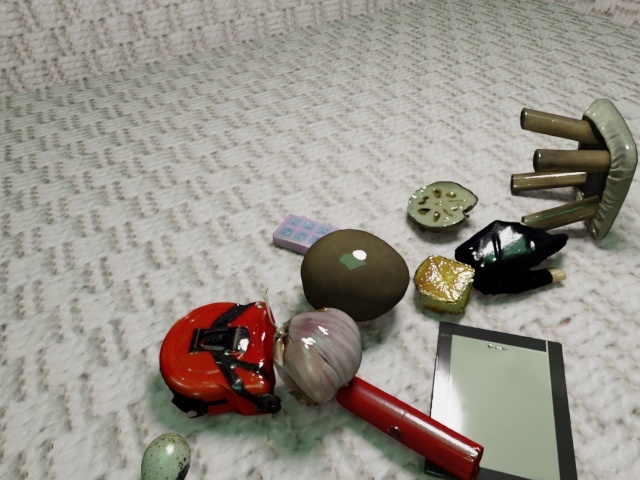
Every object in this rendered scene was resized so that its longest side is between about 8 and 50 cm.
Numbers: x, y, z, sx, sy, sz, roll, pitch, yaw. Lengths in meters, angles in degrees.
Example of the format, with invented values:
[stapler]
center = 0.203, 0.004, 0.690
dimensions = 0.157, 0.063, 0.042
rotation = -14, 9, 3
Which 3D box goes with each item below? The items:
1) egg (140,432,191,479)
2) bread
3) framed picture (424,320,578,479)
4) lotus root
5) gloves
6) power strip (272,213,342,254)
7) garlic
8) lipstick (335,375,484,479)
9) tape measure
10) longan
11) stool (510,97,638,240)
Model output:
[egg]
center = -0.279, 0.405, 0.817
dimensions = 0.085, 0.085, 0.110
rotation = -5, 46, 0
[bread]
center = 0.290, 0.106, 1.080
dimensions = 0.140, 0.069, 0.127
rotation = 16, 59, 33
[framed picture]
center = 0.356, 0.322, 0.903
dimensions = 0.265, 0.016, 0.346
rotation = 7, 45, 13
[lotus root]
center = 0.348, -0.084, 1.296
dimensions = 0.183, 0.077, 0.203
rotation = -25, 38, -2
[gloves]
center = 0.491, 0.036, 1.119
dimensions = 0.301, 0.152, 0.197
rotation = -15, 68, -30
[power strip]
center = 0.000, 0.000, 1.261
dimensions = 0.279, 0.037, 0.109
rotation = 17, 47, 22
[garlic]
center = -0.039, 0.220, 0.920
dimensions = 0.257, 0.207, 0.207
rotation = 28, 52, 31
[lipstick]
center = 0.160, 0.342, 0.843
dimensions = 0.280, 0.073, 0.073
rotation = 21, 48, 32
[tape measure]
center = -0.208, 0.247, 0.959
dimensions = 0.261, 0.113, 0.253
rotation = -4, 42, 1
[longan]
center = 0.080, 0.077, 1.043
dimensions = 0.249, 0.248, 0.248
rotation = -2, 43, 2
[stool]
center = 0.657, -0.190, 1.220
dimensions = 0.227, 0.310, 0.310
rotation = 2, 42, 13
